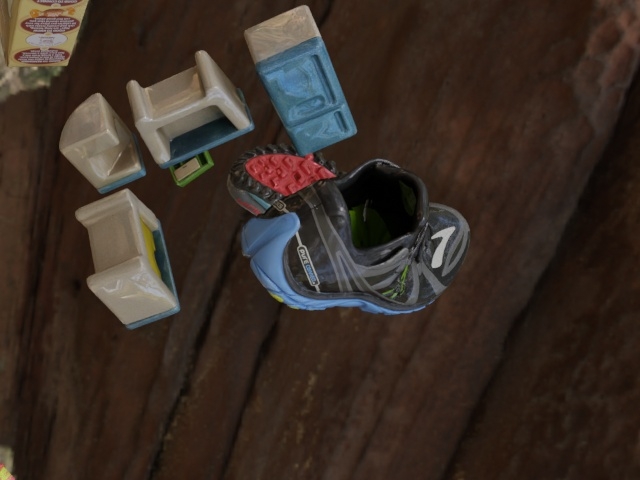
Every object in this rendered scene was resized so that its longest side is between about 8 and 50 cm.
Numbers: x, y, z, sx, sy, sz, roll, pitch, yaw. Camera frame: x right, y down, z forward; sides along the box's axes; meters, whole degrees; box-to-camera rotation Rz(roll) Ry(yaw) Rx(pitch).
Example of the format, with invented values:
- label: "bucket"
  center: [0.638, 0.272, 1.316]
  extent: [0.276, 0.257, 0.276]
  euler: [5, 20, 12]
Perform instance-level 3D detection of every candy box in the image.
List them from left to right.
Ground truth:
- label: "candy box"
  center: [-0.337, -0.364, 1.024]
  extent: [0.316, 0.088, 0.182]
  euler: [-36, -116, 58]

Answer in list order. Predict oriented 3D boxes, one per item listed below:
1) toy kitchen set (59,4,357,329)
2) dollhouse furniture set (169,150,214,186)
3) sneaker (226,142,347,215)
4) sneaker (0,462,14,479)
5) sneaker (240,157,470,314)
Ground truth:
- label: "toy kitchen set"
  center: [-0.066, -0.042, 0.634]
  extent: [0.122, 0.207, 0.166]
  euler: [60, 9, -60]
- label: "dollhouse furniture set"
  center: [-0.204, -0.122, 1.110]
  extent: [0.076, 0.059, 0.152]
  euler: [63, 13, 19]
- label: "sneaker"
  center: [0.000, 0.000, 0.849]
  extent: [0.125, 0.262, 0.104]
  euler: [-38, -136, 31]
- label: "sneaker"
  center: [-0.472, 0.316, 1.171]
  extent: [0.081, 0.094, 0.208]
  euler: [-134, -138, -81]
- label: "sneaker"
  center: [0.039, -0.002, 0.464]
  extent: [0.078, 0.188, 0.067]
  euler: [-38, -112, 28]
